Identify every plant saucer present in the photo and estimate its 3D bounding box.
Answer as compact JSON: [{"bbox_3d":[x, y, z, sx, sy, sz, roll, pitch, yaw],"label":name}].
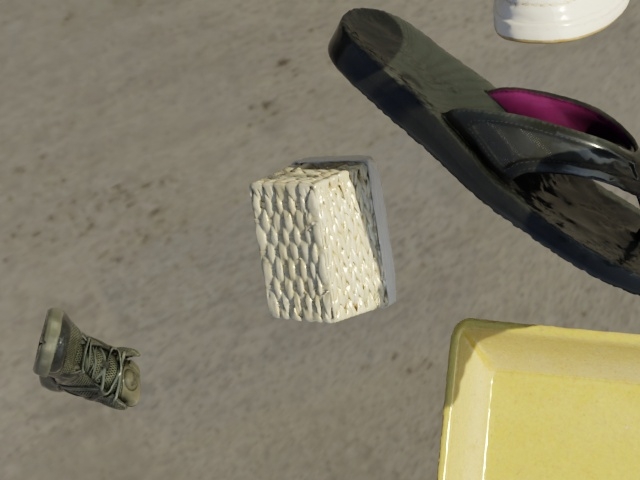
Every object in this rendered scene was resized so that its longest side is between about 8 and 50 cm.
[{"bbox_3d":[0.293,0.265,1.568,0.333,0.081,0.332,5,79,10],"label":"plant saucer"}]

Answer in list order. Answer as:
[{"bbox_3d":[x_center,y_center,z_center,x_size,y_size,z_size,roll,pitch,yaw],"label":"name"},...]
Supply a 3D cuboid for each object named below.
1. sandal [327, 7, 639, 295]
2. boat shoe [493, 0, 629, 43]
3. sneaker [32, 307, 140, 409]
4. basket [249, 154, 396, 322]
[{"bbox_3d":[0.200,-0.101,1.420,0.446,0.167,0.107,39,122,11],"label":"sandal"},{"bbox_3d":[0.196,-0.241,1.106,0.098,0.277,0.096,9,128,22],"label":"boat shoe"},{"bbox_3d":[-0.280,0.145,1.782,0.130,0.227,0.087,12,70,0],"label":"sneaker"},{"bbox_3d":[0.000,0.000,1.568,0.113,0.103,0.167,2,105,42],"label":"basket"}]
